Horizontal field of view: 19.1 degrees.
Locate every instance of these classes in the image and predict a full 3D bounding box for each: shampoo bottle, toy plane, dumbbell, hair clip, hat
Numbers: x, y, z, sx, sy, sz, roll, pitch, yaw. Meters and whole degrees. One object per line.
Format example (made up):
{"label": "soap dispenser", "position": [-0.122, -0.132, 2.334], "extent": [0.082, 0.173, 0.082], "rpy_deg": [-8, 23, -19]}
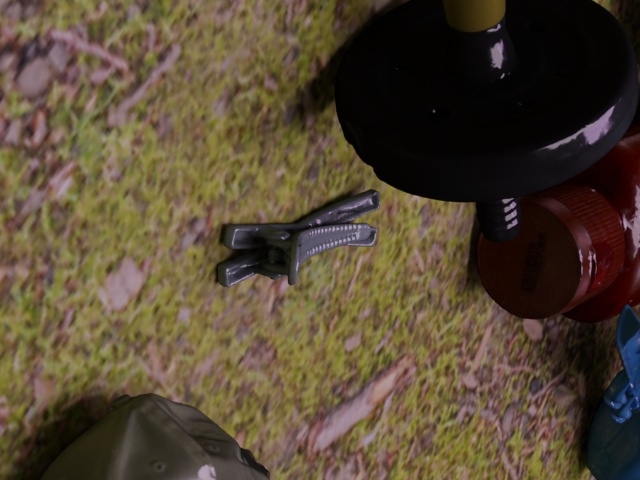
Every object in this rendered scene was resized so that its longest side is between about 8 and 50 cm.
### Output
{"label": "shampoo bottle", "position": [0.206, -0.022, 1.181], "extent": [0.314, 0.076, 0.118], "rpy_deg": [-19, 129, -52]}
{"label": "toy plane", "position": [0.256, 0.079, 1.215], "extent": [0.254, 0.105, 0.271], "rpy_deg": [-7, 137, -40]}
{"label": "dumbbell", "position": [0.067, -0.126, 0.847], "extent": [0.143, 0.143, 0.325], "rpy_deg": [-47, 141, -34]}
{"label": "hair clip", "position": [0.000, 0.001, 0.912], "extent": [0.115, 0.039, 0.030], "rpy_deg": [-21, 128, -54]}
{"label": "hat", "position": [-0.096, 0.132, 0.815], "extent": [0.166, 0.081, 0.122], "rpy_deg": [-45, -179, -14]}
